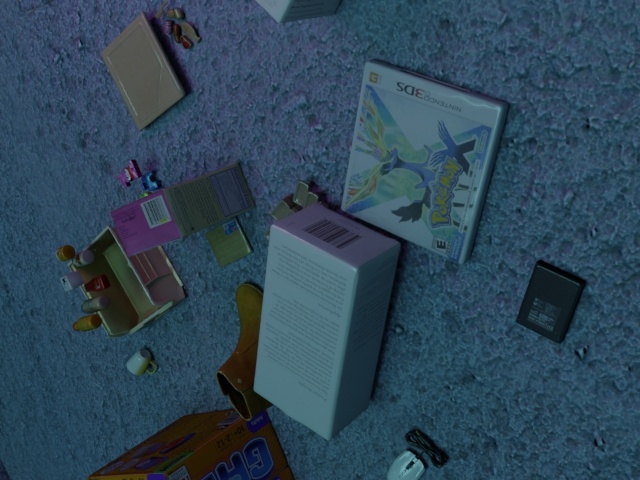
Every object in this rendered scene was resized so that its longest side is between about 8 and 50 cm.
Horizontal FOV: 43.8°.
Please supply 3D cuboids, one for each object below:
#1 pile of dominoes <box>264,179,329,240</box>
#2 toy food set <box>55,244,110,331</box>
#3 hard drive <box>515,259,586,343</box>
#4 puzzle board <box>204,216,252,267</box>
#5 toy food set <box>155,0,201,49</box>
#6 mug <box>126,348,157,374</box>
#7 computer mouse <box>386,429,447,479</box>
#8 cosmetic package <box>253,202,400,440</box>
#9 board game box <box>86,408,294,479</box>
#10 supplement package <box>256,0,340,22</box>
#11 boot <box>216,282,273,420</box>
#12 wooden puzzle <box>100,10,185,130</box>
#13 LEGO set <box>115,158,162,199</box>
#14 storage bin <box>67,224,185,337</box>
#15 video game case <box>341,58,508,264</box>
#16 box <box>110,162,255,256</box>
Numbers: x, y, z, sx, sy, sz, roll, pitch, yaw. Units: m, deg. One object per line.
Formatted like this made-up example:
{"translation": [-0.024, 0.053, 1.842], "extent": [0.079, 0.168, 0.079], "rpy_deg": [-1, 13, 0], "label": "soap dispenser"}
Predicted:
{"translation": [0.000, 0.000, 1.783], "extent": [0.251, 0.040, 0.196], "rpy_deg": [46, 130, 5], "label": "pile of dominoes"}
{"translation": [-0.642, 0.122, 2.123], "extent": [0.105, 0.111, 0.232], "rpy_deg": [-17, 99, 42], "label": "toy food set"}
{"translation": [0.426, 0.114, 1.477], "extent": [0.094, 0.022, 0.135], "rpy_deg": [28, 123, 28], "label": "hard drive"}
{"translation": [-0.228, 0.005, 1.972], "extent": [0.128, 0.011, 0.096], "rpy_deg": [-25, 90, 42], "label": "puzzle board"}
{"translation": [-0.328, -0.493, 1.845], "extent": [0.122, 0.019, 0.078], "rpy_deg": [52, 132, 0], "label": "toy food set"}
{"translation": [-0.519, 0.352, 2.330], "extent": [0.064, 0.078, 0.062], "rpy_deg": [-53, 40, 30], "label": "mug"}
{"translation": [0.202, 0.518, 1.812], "extent": [0.106, 0.042, 0.193], "rpy_deg": [41, 129, 17], "label": "computer mouse"}
{"translation": [0.006, 0.176, 1.715], "extent": [0.230, 0.161, 0.453], "rpy_deg": [28, 126, 29], "label": "cosmetic package"}
{"translation": [-0.316, 0.685, 2.089], "extent": [0.356, 0.357, 0.356], "rpy_deg": [-17, 96, 42], "label": "board game box"}
{"translation": [-0.017, -0.574, 1.449], "extent": [0.175, 0.178, 0.293], "rpy_deg": [47, 131, 15], "label": "supplement package"}
{"translation": [-0.176, 0.262, 1.900], "extent": [0.104, 0.211, 0.295], "rpy_deg": [-28, 89, 42], "label": "boot"}
{"translation": [-0.432, -0.411, 1.950], "extent": [0.239, 0.044, 0.220], "rpy_deg": [-25, 91, 47], "label": "wooden puzzle"}
{"translation": [-0.452, -0.092, 2.059], "extent": [0.093, 0.087, 0.227], "rpy_deg": [-22, 94, 27], "label": "LEGO set"}
{"translation": [-0.531, 0.108, 2.185], "extent": [0.262, 0.123, 0.260], "rpy_deg": [-34, 85, 42], "label": "storage bin"}
{"translation": [0.189, -0.153, 1.550], "extent": [0.300, 0.036, 0.328], "rpy_deg": [26, 123, 29], "label": "video game case"}
{"translation": [-0.319, -0.073, 1.857], "extent": [0.214, 0.243, 0.117], "rpy_deg": [-16, 97, 43], "label": "box"}
